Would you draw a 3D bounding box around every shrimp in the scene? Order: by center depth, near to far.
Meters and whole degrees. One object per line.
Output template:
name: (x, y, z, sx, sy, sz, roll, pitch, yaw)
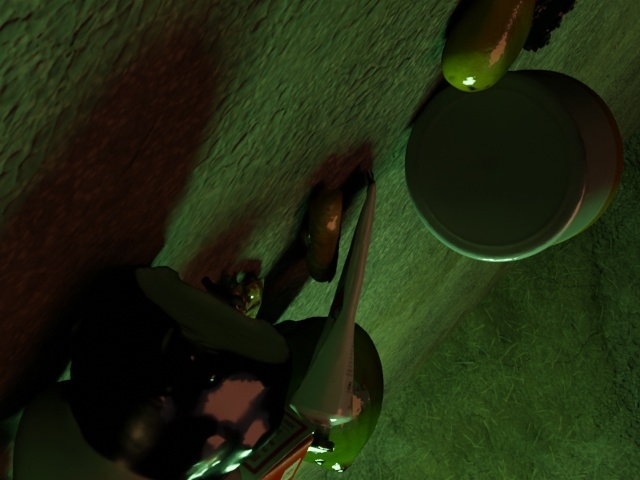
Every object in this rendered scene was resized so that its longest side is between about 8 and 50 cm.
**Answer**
shrimp: (-0.090, 0.075, 1.458, 0.099, 0.041, 0.180, -46, 166, -19)

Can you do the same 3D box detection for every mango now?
mango: (0.192, -0.239, 1.442, 0.103, 0.076, 0.161, -21, 141, -52)

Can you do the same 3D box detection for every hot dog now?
hot dog: (0.000, 0.000, 1.533, 0.216, 0.047, 0.066, 93, 3, -71)

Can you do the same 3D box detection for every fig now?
fig: (-0.008, 0.208, 1.685, 0.203, 0.225, 0.203, -19, -166, 5)

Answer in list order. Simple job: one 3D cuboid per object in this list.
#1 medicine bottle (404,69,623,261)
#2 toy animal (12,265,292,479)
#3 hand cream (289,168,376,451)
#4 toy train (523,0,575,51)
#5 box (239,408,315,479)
medicine bottle: (0.251, -0.102, 1.664, 0.238, 0.238, 0.232, -54, 164, 19)
toy animal: (-0.151, 0.166, 1.152, 0.267, 0.212, 0.212, -58, 165, 17)
hand cream: (0.027, 0.083, 1.554, 0.121, 0.076, 0.336, 109, -6, -78)
toy train: (0.304, -0.297, 1.724, 0.103, 0.044, 0.064, -53, 177, 15)
box: (-0.116, 0.223, 1.474, 0.133, 0.182, 0.099, -31, 153, -49)
